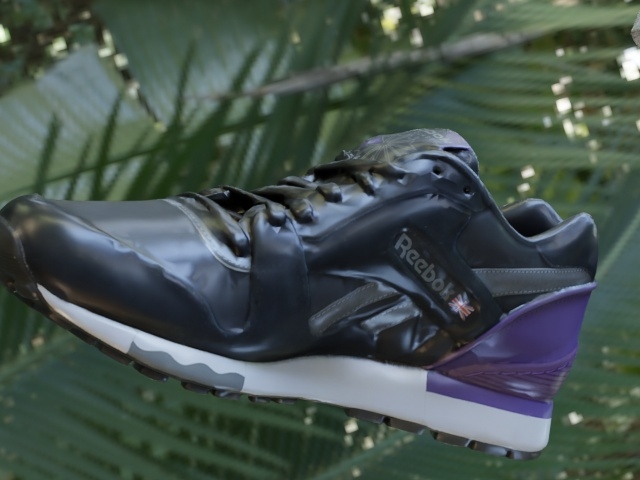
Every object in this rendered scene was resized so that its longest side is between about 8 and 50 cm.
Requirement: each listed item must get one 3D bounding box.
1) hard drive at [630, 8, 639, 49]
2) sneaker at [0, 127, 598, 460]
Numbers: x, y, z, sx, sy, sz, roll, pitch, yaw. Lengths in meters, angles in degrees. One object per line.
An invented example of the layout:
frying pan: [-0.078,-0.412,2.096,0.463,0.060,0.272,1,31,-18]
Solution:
hard drive: [0.458,-0.330,1.383,0.233,0.353,0.047,4,-30,42]
sneaker: [0.000,0.000,0.606,0.107,0.283,0.124,30,-79,52]
